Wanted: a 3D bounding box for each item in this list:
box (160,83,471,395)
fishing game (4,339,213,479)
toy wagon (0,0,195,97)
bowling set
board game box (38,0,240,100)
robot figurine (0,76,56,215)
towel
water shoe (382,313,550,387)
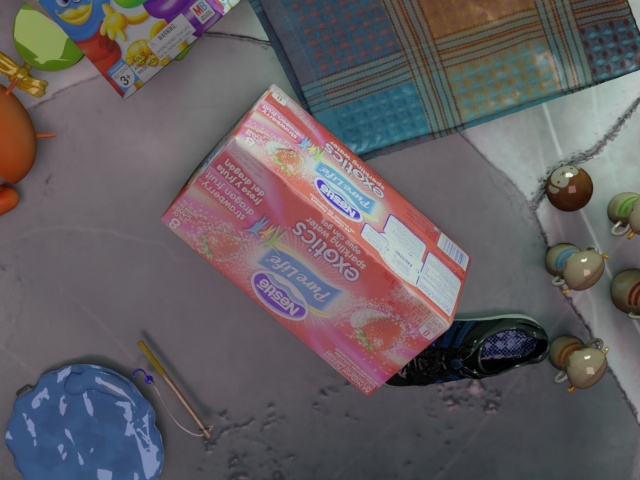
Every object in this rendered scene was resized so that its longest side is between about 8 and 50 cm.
[{"bbox_3d":[0.000,0.000,1.474,0.300,0.154,0.142,40,120,-9],"label":"box"},{"bbox_3d":[-0.269,0.231,1.563,0.264,0.041,0.189,-40,91,7],"label":"fishing game"},{"bbox_3d":[-0.231,-0.309,1.475,0.267,0.068,0.344,37,97,-8],"label":"toy wagon"},{"bbox_3d":[0.321,0.015,1.522,0.287,0.154,0.200,-45,99,2],"label":"bowling set"},{"bbox_3d":[-0.216,-0.301,1.355,0.142,0.144,0.275,-38,100,20],"label":"board game box"},{"bbox_3d":[-0.398,-0.091,1.466,0.219,0.128,0.158,-28,88,0],"label":"robot figurine"},{"bbox_3d":[0.125,-0.235,1.430,0.370,0.040,0.271,-17,118,19],"label":"towel"},{"bbox_3d":[0.159,0.125,1.560,0.203,0.080,0.073,-14,98,-3],"label":"water shoe"}]
